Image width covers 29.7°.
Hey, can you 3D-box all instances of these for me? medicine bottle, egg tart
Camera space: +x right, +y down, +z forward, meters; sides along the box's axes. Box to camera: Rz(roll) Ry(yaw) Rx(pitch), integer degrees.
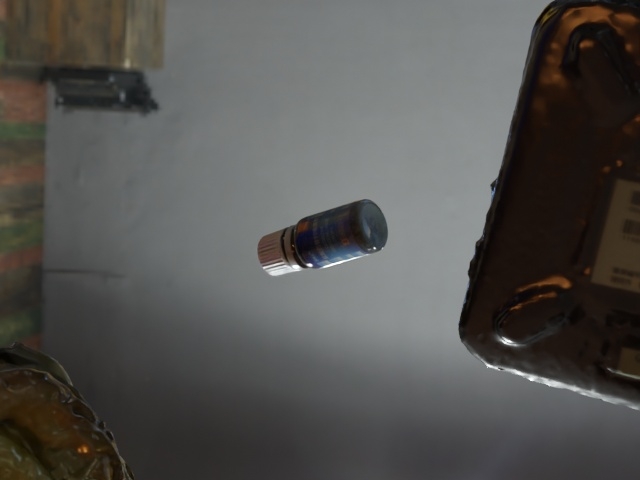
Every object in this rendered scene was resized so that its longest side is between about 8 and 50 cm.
[{"bbox_3d":[0.000,0.000,1.814,0.203,0.083,0.083,-17,173,36],"label":"medicine bottle"},{"bbox_3d":[-0.276,0.208,1.001,0.341,0.341,0.129,-3,145,-42],"label":"egg tart"}]

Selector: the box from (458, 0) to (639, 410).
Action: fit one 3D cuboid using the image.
[{"bbox_3d":[0.315,-0.012,0.990,0.359,0.350,0.091,13,-156,7],"label":"box"}]
